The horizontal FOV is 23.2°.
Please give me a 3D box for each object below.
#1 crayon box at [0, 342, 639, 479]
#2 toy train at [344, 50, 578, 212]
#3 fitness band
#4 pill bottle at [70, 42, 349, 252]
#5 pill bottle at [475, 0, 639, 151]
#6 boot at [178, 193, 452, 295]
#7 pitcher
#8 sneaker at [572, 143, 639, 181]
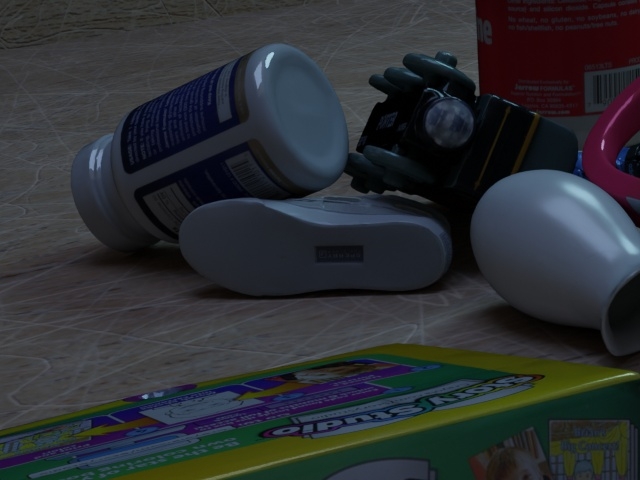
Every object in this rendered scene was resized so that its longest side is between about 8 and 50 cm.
[{"bbox_3d":[-0.048,0.146,0.861,0.363,0.106,0.313,-11,4,-20],"label":"crayon box"},{"bbox_3d":[0.133,-0.091,1.587,0.190,0.142,0.334,24,-3,-8],"label":"toy train"},{"bbox_3d":[0.347,-0.093,1.351,0.209,0.054,0.291,-45,24,-6],"label":"fitness band"},{"bbox_3d":[-0.116,-0.085,1.579,0.265,0.153,0.153,-21,7,31],"label":"pill bottle"},{"bbox_3d":[0.303,-0.325,1.925,0.229,0.407,0.229,-4,16,1],"label":"pill bottle"},{"bbox_3d":[0.000,0.000,1.508,0.258,0.095,0.123,6,12,6],"label":"boot"},{"bbox_3d":[0.240,0.022,1.326,0.178,0.125,0.207,9,17,-36],"label":"pitcher"},{"bbox_3d":[0.313,-0.073,1.689,0.152,0.058,0.085,-11,8,-43],"label":"sneaker"}]
